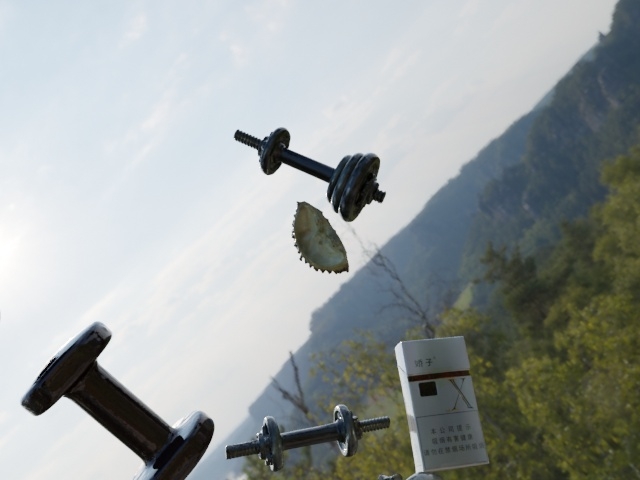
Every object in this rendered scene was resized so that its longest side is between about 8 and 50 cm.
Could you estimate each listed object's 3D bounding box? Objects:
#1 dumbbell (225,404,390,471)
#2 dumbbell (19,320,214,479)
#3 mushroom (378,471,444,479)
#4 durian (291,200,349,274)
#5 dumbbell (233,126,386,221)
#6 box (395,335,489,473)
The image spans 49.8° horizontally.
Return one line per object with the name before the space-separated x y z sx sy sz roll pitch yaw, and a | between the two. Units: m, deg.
dumbbell | -0.017 0.295 1.036 0.254 0.082 0.081 -7 -21 -15
dumbbell | -0.255 0.220 0.882 0.140 0.225 0.124 -50 11 -17
mushroom | 0.086 0.261 0.688 0.085 0.079 0.085 -20 -50 -26
durian | -0.007 0.003 1.015 0.052 0.130 0.066 -30 -14 -28
dumbbell | -0.019 -0.113 1.043 0.110 0.254 0.110 -59 -15 -27
box | 0.146 0.198 0.839 0.084 0.154 0.040 -4 -21 -10
